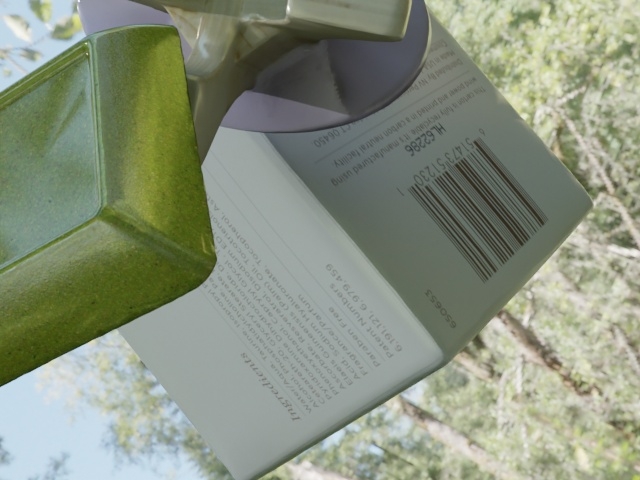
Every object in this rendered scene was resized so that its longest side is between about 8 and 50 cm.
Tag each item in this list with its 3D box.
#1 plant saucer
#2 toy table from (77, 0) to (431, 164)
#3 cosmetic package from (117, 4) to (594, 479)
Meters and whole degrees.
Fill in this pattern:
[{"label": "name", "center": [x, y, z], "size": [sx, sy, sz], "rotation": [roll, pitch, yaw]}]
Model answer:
[{"label": "plant saucer", "center": [-0.156, -0.026, 0.457], "size": [0.045, 0.188, 0.188], "rotation": [43, -154, -50]}, {"label": "toy table", "center": [-0.065, -0.164, 0.581], "size": [0.161, 0.274, 0.252], "rotation": [-26, -64, -79]}, {"label": "cosmetic package", "center": [0.000, 0.000, 0.922], "size": [0.329, 0.327, 0.394], "rotation": [-36, -5, -44]}]
